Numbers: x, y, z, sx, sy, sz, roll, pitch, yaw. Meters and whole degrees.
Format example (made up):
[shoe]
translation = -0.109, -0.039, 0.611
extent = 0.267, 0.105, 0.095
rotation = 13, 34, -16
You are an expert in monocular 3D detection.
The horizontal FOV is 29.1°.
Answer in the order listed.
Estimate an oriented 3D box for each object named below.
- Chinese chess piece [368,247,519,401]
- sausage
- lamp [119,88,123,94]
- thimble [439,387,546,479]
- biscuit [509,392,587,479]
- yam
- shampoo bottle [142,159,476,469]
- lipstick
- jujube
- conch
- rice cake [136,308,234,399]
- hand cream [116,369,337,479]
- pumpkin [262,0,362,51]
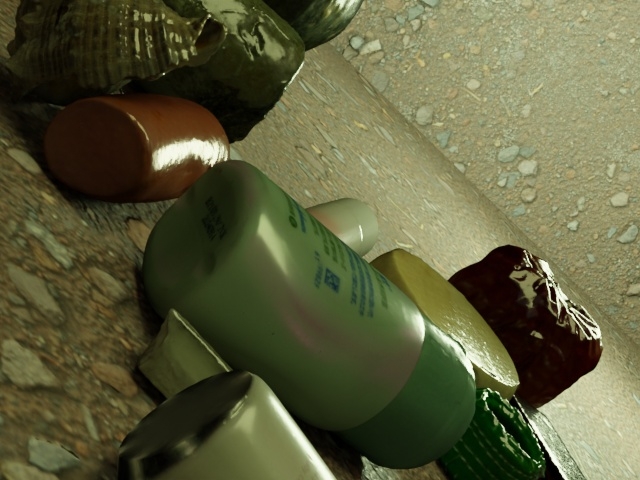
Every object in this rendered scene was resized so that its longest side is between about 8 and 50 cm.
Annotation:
[Chinese chess piece]
translation = 0.140, 0.125, 1.568
extent = 0.251, 0.097, 0.251
rotation = 43, 14, -13
[sausage]
translation = -0.167, -0.090, 1.206
extent = 0.113, 0.113, 0.259
rotation = 49, 14, 6
[lamp]
translation = -0.225, -0.139, 1.329
extent = 0.054, 0.041, 0.121
rotation = 47, 13, -39
[thimble]
translation = 0.192, 0.239, 1.416
extent = 0.130, 0.090, 0.118
rotation = 52, 16, 23
[biscuit]
translation = 0.305, 0.339, 1.520
extent = 0.107, 0.073, 0.388
rotation = 39, 15, -38
[yam]
translation = -0.172, -0.264, 1.517
extent = 0.300, 0.195, 0.195
rotation = 41, 15, -25
[shampoo bottle]
translation = 0.007, 0.086, 1.145
extent = 0.349, 0.151, 0.222
rotation = 39, 10, -29
[lipstick]
translation = 0.000, 0.000, 1.508
extent = 0.087, 0.087, 0.327
rotation = 49, 13, 5
[jujube]
translation = 0.285, 0.130, 1.812
extent = 0.232, 0.213, 0.213
rotation = 55, 14, 9
[conch]
translation = -0.206, -0.186, 1.166
extent = 0.163, 0.245, 0.178
rotation = 71, 31, -43
[rice cake]
translation = -0.046, 0.162, 0.960
extent = 0.256, 0.057, 0.052
rotation = 47, 15, -1
[hand cream]
translation = 0.011, 0.248, 0.824
extent = 0.358, 0.118, 0.185
rotation = 52, 6, -11
[pumpkin]
translation = -0.127, -0.483, 1.956
extent = 0.454, 0.344, 0.454
rotation = 28, 16, -9
